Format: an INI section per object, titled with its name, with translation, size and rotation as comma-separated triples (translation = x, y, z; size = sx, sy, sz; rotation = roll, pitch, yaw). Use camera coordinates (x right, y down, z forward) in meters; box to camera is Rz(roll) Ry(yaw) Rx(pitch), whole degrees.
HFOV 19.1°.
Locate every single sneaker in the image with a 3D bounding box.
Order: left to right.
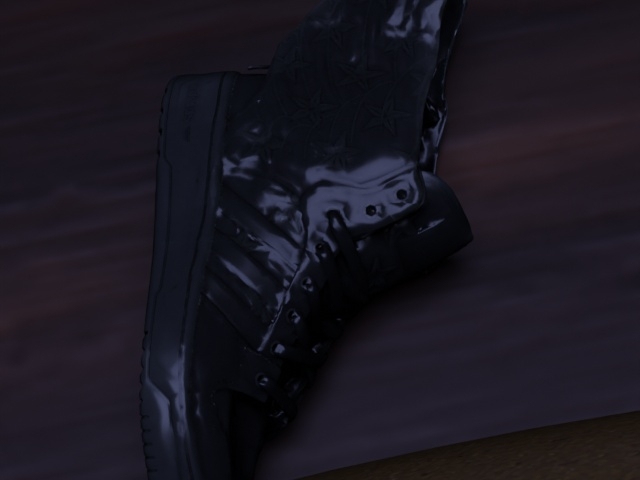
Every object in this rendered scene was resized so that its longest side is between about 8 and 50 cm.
[sneaker]
translation = 0.000, 0.001, 0.525
size = 0.089, 0.051, 0.170
rotation = -3, 65, 7

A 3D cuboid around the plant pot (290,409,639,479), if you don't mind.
[plant pot]
translation = 0.015, 0.142, 0.390
size = 0.254, 0.237, 0.237
rotation = -1, 67, 19
